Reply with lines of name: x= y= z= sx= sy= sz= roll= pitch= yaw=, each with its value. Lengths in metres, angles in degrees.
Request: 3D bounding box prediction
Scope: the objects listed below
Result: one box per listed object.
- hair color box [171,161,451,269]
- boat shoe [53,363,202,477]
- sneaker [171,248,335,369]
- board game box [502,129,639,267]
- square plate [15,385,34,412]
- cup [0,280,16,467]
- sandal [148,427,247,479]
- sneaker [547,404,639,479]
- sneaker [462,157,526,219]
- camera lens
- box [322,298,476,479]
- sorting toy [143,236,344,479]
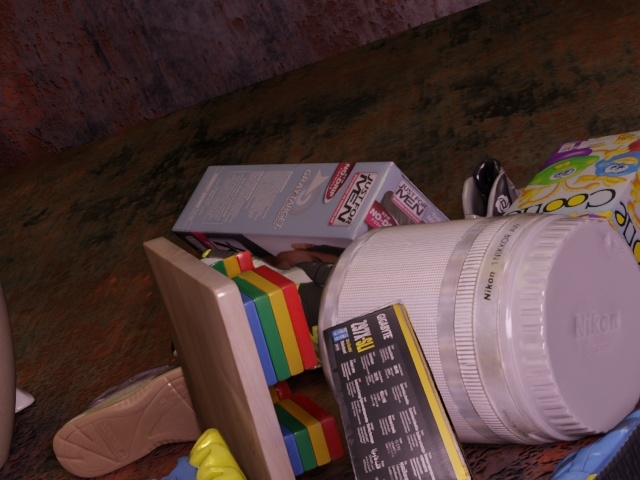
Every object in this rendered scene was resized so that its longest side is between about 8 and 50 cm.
hair color box: x=0.000 y=0.000 z=1.844 sx=0.374 sy=0.185 sz=0.113 roll=2 pitch=57 yaw=51
boat shoe: x=-0.176 y=0.187 z=1.705 sx=0.285 sy=0.102 sz=0.092 roll=-24 pitch=23 yaw=12
sneaker: x=-0.024 y=0.111 z=1.748 sx=0.385 sy=0.145 sz=0.147 roll=3 pitch=62 yaw=47
board game box: x=0.301 y=0.000 z=1.615 sx=0.144 sy=0.142 sz=0.275 roll=-9 pitch=23 yaw=34
square plate: x=-0.609 y=0.257 z=2.071 sx=0.344 sy=0.049 sz=0.347 roll=-30 pitch=21 yaw=-21
cup: x=-0.512 y=0.199 z=1.819 sx=0.331 sy=0.237 sz=0.331 roll=-20 pitch=16 yaw=6
sandal: x=-0.112 y=0.284 z=1.356 sx=0.138 sy=0.126 sz=0.317 roll=-28 pitch=11 yaw=-6
sneaker: x=0.249 y=0.191 z=1.267 sx=0.209 sy=0.069 sz=0.082 roll=-35 pitch=19 yaw=-34
sneaker: x=0.248 y=-0.056 z=1.844 sx=0.086 sy=0.132 sz=0.229 roll=-7 pitch=24 yaw=37
camera lens: x=0.152 y=0.087 z=1.422 sx=0.274 sy=0.219 sz=0.219 roll=-5 pitch=25 yaw=41
box: x=0.092 y=0.219 z=1.072 sx=0.079 sy=0.257 sz=0.322 roll=-20 pitch=18 yaw=2
sorting toy: x=-0.074 y=0.127 z=1.514 sx=0.089 sy=0.257 sz=0.255 roll=-21 pitch=18 yaw=-18
